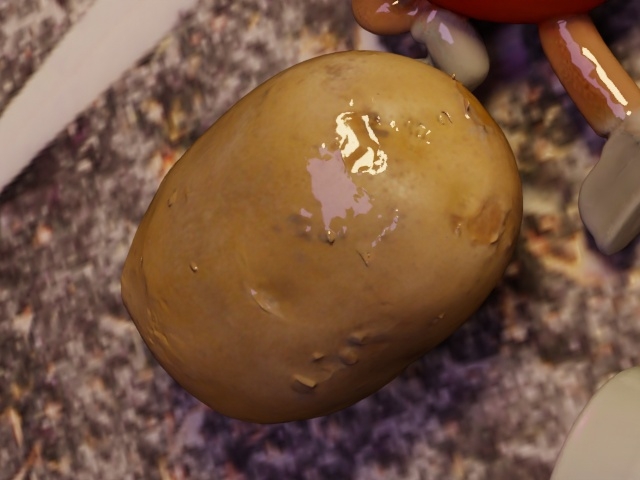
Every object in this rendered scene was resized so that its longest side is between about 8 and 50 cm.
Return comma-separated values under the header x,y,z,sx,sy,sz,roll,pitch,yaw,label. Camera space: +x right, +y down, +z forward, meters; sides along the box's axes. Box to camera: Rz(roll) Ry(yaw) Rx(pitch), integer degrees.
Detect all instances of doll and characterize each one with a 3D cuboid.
x,y,z,sx,sy,sz,roll,pitch,yaw,label
0.079,-0.123,0.633,0.217,0.085,0.183,44,117,7,doll

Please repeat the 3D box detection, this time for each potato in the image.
x,y,z,sx,sy,sz,roll,pitch,yaw,label
0.000,0.000,0.661,0.178,0.109,0.118,-36,64,42,potato

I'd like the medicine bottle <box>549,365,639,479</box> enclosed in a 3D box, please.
x,y,z,sx,sy,sz,roll,pitch,yaw,label
0.199,0.117,0.541,0.260,0.095,0.095,16,98,31,medicine bottle
